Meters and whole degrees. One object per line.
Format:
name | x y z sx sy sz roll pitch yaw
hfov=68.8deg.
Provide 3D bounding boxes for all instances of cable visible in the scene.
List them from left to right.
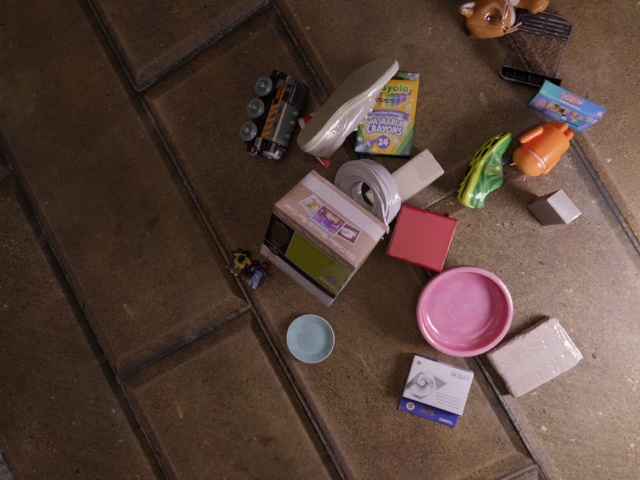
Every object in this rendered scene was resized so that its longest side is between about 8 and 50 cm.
cable | 0.160 -0.157 1.622 0.257 0.089 0.257 27 130 38

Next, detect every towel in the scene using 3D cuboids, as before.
towel | 0.753 0.409 1.654 0.282 0.049 0.187 -33 83 9

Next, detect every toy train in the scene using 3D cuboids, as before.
toy train | -0.171 -0.467 1.747 0.190 0.142 0.334 22 94 26

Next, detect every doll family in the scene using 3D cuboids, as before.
doll family | -0.281 0.100 1.822 0.193 0.076 0.111 34 91 3

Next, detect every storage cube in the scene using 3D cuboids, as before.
storage cube | 0.357 -0.012 1.652 0.193 0.183 0.215 17 94 11

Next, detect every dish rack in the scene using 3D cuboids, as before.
dish rack | 0.761 -0.669 1.636 0.208 0.074 0.271 18 93 9

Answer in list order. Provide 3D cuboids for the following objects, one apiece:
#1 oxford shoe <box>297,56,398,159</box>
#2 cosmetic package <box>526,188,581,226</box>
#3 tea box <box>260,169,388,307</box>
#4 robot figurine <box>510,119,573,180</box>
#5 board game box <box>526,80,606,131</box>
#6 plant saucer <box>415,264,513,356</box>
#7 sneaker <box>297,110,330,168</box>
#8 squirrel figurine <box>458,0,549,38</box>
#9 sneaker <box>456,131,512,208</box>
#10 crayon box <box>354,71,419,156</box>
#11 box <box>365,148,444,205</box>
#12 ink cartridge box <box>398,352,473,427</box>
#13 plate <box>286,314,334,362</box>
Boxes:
oxford shoe | 0.107 -0.463 1.655 0.449 0.169 0.130 -46 127 5
cosmetic package | 0.769 -0.104 1.551 0.060 0.239 0.099 -36 85 8
tea box | 0.000 0.000 1.617 0.329 0.323 0.220 38 57 7
robot figurine | 0.756 -0.313 1.610 0.219 0.158 0.128 -46 66 7
board game box | 0.825 -0.451 1.582 0.210 0.160 0.047 29 94 8
plant saucer | 0.500 0.243 1.652 0.332 0.084 0.332 0 102 2
sneaker | 0.011 -0.392 1.761 0.128 0.087 0.221 -28 87 10
squirrel figurine | 0.598 -0.895 1.602 0.397 0.281 0.370 44 108 21
sneaker | 0.596 -0.247 1.664 0.123 0.109 0.295 29 93 -14
crayon box | 0.246 -0.473 1.721 0.203 0.083 0.323 6 91 10
box | 0.305 -0.205 1.705 0.275 0.094 0.113 -35 84 9
ink cartridge box | 0.420 0.554 1.712 0.223 0.045 0.224 15 93 9
plate | -0.038 0.377 1.802 0.188 0.024 0.188 0 90 11
